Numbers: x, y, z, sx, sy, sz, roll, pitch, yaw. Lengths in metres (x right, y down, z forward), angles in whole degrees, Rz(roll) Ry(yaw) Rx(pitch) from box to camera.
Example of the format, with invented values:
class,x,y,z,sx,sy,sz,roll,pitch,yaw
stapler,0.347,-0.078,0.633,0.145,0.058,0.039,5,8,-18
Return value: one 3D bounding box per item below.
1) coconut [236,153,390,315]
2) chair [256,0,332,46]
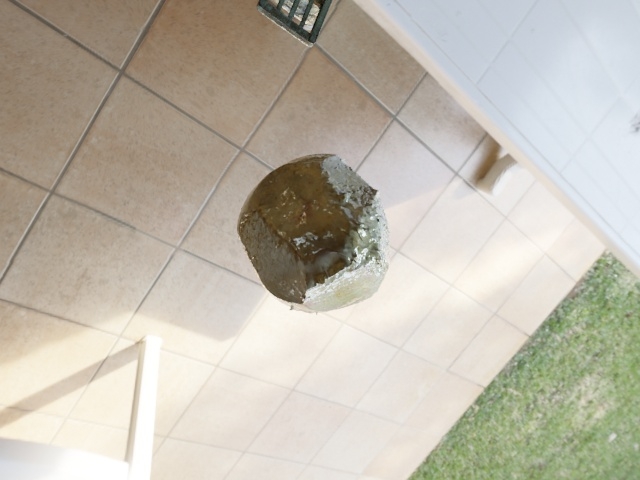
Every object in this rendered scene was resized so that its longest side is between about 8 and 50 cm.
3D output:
class,x,y,z,sx,sy,sz,roll,pitch,yaw
coconut,-0.002,-0.002,0.502,0.194,0.194,0.194,-10,118,-18
chair,-0.050,-0.527,0.890,0.136,0.147,0.270,25,77,-23
